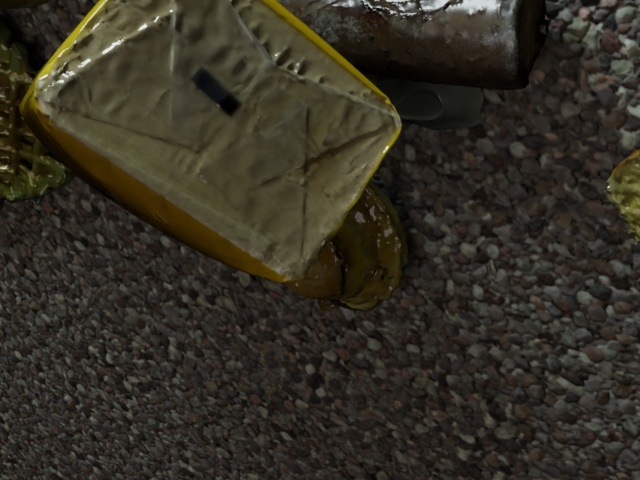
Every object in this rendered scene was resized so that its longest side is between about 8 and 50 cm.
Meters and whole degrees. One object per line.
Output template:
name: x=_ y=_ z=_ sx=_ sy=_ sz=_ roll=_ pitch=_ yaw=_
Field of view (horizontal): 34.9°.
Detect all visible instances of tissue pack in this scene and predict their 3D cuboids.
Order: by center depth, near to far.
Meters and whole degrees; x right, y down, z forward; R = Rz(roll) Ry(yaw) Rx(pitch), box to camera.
tissue pack: x=-0.137 y=-0.126 z=1.050 sx=0.293 sy=0.228 sz=0.382 roll=35 pitch=175 yaw=-19

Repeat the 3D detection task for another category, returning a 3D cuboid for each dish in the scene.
dish: x=0.110 y=-0.155 z=1.133 sx=0.137 sy=0.039 sz=0.091 roll=-5 pitch=118 yaw=36

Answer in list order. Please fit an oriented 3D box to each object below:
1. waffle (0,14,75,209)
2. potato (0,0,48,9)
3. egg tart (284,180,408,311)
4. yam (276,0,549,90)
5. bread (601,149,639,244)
waffle: x=-0.487 y=-0.184 z=1.506 sx=0.317 sy=0.073 sz=0.297 roll=-19 pitch=115 yaw=34
potato: x=-0.398 y=-0.405 z=1.159 sx=0.326 sy=0.243 sz=0.221 roll=57 pitch=174 yaw=9
egg tart: x=0.000 y=0.000 z=1.281 sx=0.241 sy=0.106 sz=0.241 roll=22 pitch=133 yaw=26
yam: x=0.089 y=-0.222 z=1.043 sx=0.280 sy=0.131 sz=0.131 roll=12 pitch=127 yaw=28
bread: x=0.393 y=-0.013 z=0.977 sx=0.260 sy=0.134 sz=0.129 roll=56 pitch=145 yaw=-5
